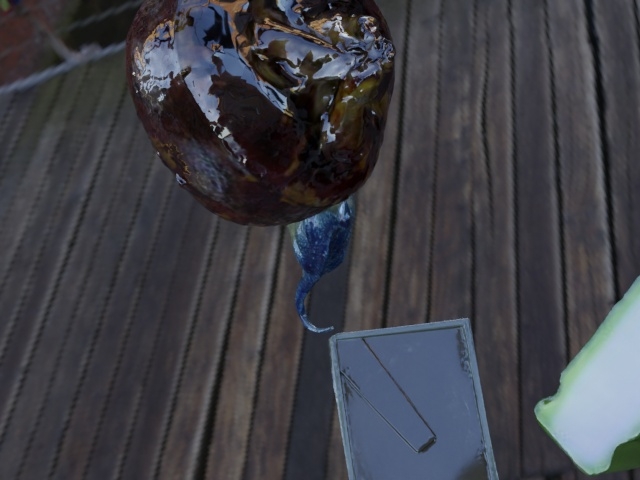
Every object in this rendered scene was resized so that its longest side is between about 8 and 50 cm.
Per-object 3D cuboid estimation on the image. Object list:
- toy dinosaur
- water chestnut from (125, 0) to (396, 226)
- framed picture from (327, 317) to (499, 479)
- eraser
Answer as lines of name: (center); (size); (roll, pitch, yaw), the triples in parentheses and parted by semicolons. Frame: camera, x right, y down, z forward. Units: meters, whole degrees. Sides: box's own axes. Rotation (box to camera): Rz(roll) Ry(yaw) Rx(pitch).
toy dinosaur: (0.000, -0.012, 1.442); (0.077, 0.363, 0.147); (3, 65, -8)
water chestnut: (-0.036, -0.129, 0.954); (0.238, 0.224, 0.223); (-19, 34, 51)
framed picture: (0.119, 0.231, 1.516); (0.189, 0.023, 0.259); (-8, 70, -3)
eraser: (0.312, 0.118, 1.105); (0.092, 0.274, 0.210); (42, 102, 24)
